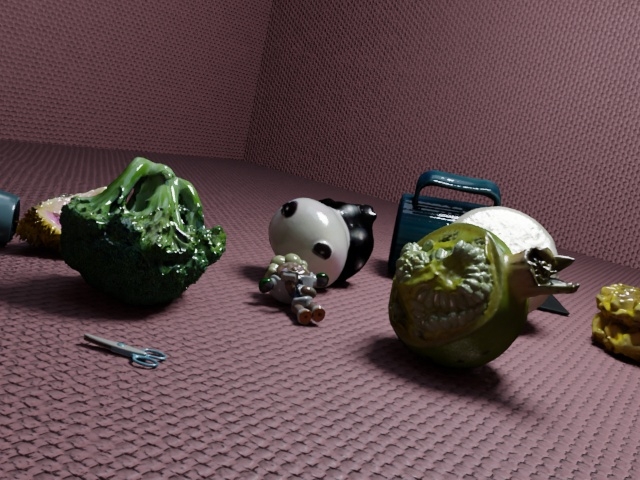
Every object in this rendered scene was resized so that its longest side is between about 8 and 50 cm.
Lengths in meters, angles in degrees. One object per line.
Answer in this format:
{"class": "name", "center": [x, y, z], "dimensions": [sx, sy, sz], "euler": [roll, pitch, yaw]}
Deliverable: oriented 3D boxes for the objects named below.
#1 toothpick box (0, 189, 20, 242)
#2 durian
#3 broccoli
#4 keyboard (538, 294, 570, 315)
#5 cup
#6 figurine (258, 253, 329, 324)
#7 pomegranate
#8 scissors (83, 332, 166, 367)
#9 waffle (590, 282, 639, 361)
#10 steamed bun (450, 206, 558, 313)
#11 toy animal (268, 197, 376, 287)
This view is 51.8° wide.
{"class": "toothpick box", "center": [-0.689, -0.058, 1.289], "dimensions": [0.184, 0.120, 0.120], "euler": [11, 10, -19]}
{"class": "durian", "center": [-0.518, -0.038, 1.350], "dimensions": [0.165, 0.132, 0.182], "euler": [0, 23, -4]}
{"class": "broccoli", "center": [-0.311, -0.007, 1.156], "dimensions": [0.265, 0.245, 0.294], "euler": [-3, -27, 42]}
{"class": "keyboard", "center": [0.635, 0.149, 1.933], "dimensions": [0.103, 0.041, 0.381], "euler": [14, 17, 4]}
{"class": "cup", "center": [0.343, -0.009, 1.775], "dimensions": [0.292, 0.242, 0.308], "euler": [11, -23, 6]}
{"class": "figurine", "center": [-0.048, 0.091, 1.295], "dimensions": [0.147, 0.094, 0.197], "euler": [-4, 17, -22]}
{"class": "pomegranate", "center": [0.272, 0.091, 1.152], "dimensions": [0.340, 0.260, 0.260], "euler": [-12, -5, 34]}
{"class": "scissors", "center": [-0.278, 0.153, 0.926], "dimensions": [0.119, 0.014, 0.058], "euler": [16, 10, 4]}
{"class": "waffle", "center": [0.775, 0.197, 1.517], "dimensions": [0.261, 0.151, 0.324], "euler": [15, 6, 39]}
{"class": "steamed bun", "center": [0.414, 0.066, 1.572], "dimensions": [0.283, 0.283, 0.177], "euler": [14, -31, 10]}
{"class": "toy animal", "center": [-0.006, 0.006, 1.531], "dimensions": [0.212, 0.213, 0.266], "euler": [20, 16, 36]}
